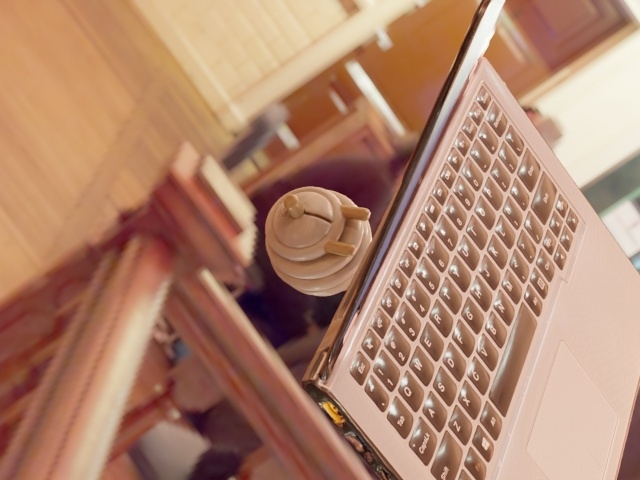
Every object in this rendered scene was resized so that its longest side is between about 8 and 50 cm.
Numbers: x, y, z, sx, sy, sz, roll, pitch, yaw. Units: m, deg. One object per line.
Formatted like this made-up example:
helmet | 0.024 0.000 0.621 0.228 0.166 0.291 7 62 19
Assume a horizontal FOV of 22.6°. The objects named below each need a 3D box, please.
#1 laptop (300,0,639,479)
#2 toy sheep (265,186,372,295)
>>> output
laptop | 0.164 -0.026 0.989 0.408 0.236 0.382 52 37 -19
toy sheep | 0.000 0.000 1.245 0.091 0.091 0.132 63 0 38
